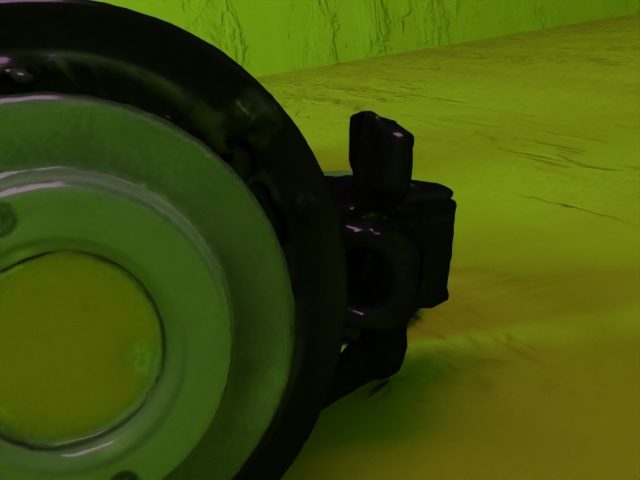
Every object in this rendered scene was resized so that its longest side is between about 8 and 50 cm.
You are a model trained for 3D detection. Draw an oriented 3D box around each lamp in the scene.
[{"bbox_3d":[-0.124,0.007,0.420,0.374,0.205,0.272,3,10,1],"label":"lamp"}]

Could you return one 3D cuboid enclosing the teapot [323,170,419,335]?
[{"bbox_3d":[-0.004,0.002,0.621,0.124,0.091,0.092,1,15,33],"label":"teapot"}]
